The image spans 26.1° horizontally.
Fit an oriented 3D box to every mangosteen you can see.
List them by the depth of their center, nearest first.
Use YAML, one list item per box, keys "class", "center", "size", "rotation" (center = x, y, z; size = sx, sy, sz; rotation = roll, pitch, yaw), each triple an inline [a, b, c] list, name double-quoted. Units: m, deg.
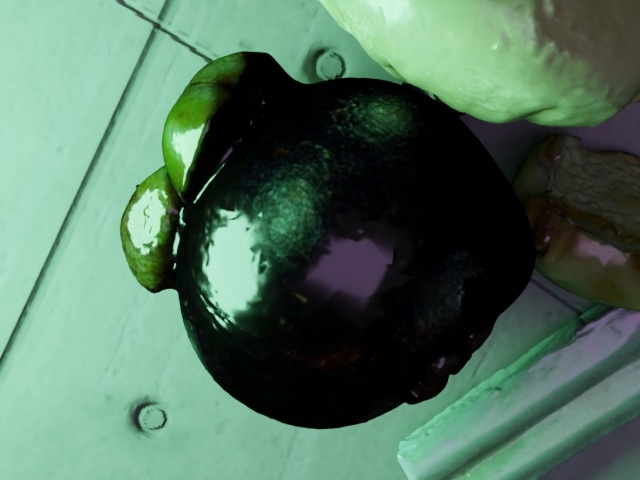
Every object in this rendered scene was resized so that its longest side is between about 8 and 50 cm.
- class: "mangosteen"
  center: [0.000, 0.000, 0.840]
  size: [0.243, 0.243, 0.242]
  rotation: [-1, 106, -3]

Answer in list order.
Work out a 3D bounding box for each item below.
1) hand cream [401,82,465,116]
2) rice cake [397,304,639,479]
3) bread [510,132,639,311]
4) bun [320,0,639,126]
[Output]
- class: "hand cream"
  center: [0.119, -0.122, 0.895]
  size: [0.163, 0.039, 0.062]
  rotation: [-31, 90, 3]
- class: "rice cake"
  center: [0.157, 0.117, 0.963]
  size: [0.226, 0.040, 0.085]
  rotation: [-35, 106, 6]
- class: "bread"
  center: [0.230, 0.005, 0.899]
  size: [0.232, 0.128, 0.088]
  rotation: [15, 131, -9]
- class: "bun"
  center: [0.109, -0.160, 0.798]
  size: [0.259, 0.259, 0.160]
  rotation: [3, 138, -5]
